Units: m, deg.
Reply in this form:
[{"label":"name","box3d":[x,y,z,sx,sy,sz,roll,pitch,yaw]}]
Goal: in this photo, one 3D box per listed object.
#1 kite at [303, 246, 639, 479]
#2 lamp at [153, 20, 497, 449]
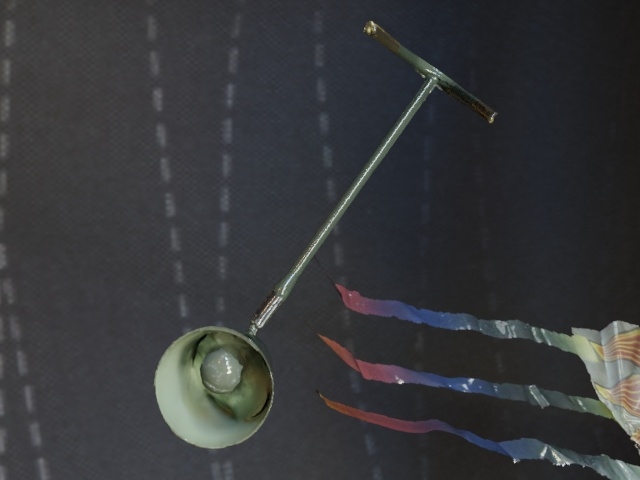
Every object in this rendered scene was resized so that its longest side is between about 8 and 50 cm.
[{"label":"kite","box3d":[0.094,0.049,0.385,0.016,0.229,0.127,-62,22,27]},{"label":"lamp","box3d":[-0.001,0.001,0.349,0.041,0.054,0.121,35,94,3]}]
